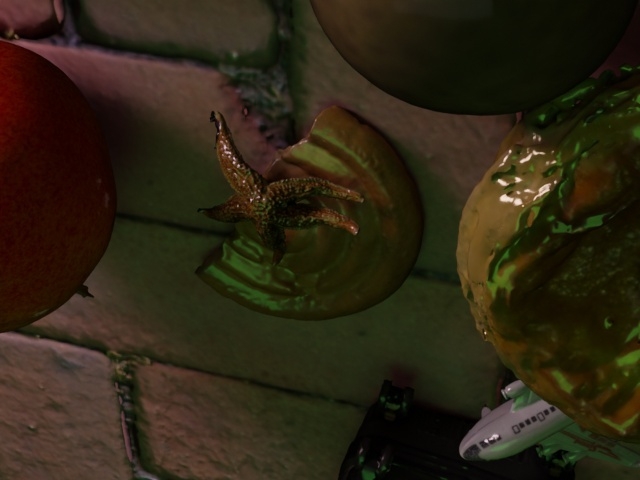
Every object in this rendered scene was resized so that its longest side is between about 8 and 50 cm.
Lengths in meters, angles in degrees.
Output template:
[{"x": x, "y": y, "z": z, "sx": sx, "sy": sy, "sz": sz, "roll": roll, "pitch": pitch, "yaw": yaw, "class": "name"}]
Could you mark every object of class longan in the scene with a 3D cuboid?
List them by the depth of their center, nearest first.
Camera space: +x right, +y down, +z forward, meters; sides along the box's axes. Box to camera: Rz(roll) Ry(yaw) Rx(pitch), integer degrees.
[{"x": 0.084, "y": -0.175, "z": 0.895, "sx": 0.197, "sy": 0.196, "sz": 0.220, "roll": 3, "pitch": 137, "yaw": 19, "class": "longan"}]

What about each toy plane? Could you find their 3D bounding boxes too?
[{"x": 0.184, "y": 0.125, "z": 1.199, "sx": 0.171, "sy": 0.065, "sz": 0.162, "roll": -24, "pitch": 117, "yaw": 15, "class": "toy plane"}]

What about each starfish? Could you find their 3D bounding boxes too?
[{"x": -0.048, "y": -0.034, "z": 1.131, "sx": 0.133, "sy": 0.041, "sz": 0.130, "roll": -23, "pitch": 114, "yaw": 34, "class": "starfish"}]

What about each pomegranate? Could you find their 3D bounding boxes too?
[{"x": -0.249, "y": -0.033, "z": 1.146, "sx": 0.221, "sy": 0.221, "sz": 0.256, "roll": -1, "pitch": 156, "yaw": 22, "class": "pomegranate"}]

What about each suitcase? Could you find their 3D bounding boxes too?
[{"x": 0.096, "y": 0.272, "z": 1.329, "sx": 0.202, "sy": 0.128, "sz": 0.312, "roll": 18, "pitch": 135, "yaw": 6, "class": "suitcase"}]

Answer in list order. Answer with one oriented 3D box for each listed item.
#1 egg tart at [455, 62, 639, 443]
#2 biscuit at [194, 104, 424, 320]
[{"x": 0.266, "y": 0.004, "z": 1.010, "sx": 0.352, "sy": 0.150, "sz": 0.352, "roll": 10, "pitch": 134, "yaw": 10, "class": "egg tart"}, {"x": 0.000, "y": 0.001, "z": 1.192, "sx": 0.144, "sy": 0.033, "sz": 0.224, "roll": 35, "pitch": 134, "yaw": -10, "class": "biscuit"}]
